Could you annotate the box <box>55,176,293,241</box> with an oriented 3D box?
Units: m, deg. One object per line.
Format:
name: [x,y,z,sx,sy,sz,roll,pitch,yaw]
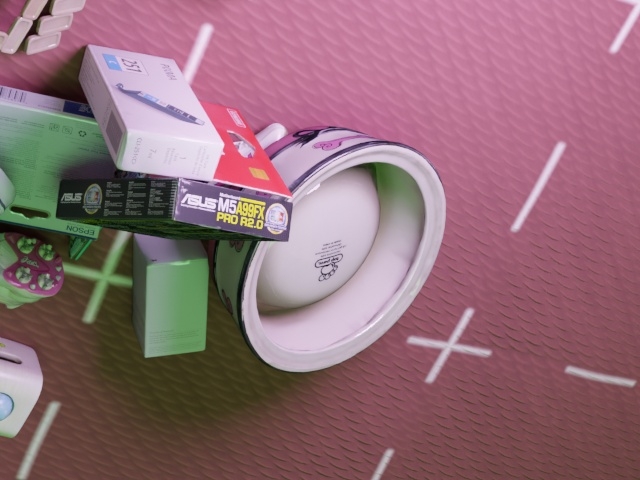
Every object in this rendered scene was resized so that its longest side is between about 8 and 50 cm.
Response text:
box: [-0.207,-0.042,1.825,0.216,0.270,0.060,12,82,-45]

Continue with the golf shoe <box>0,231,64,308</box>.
golf shoe: [-0.542,0.026,1.931,0.306,0.115,0.140,28,141,-28]

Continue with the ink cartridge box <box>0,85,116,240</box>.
ink cartridge box: [-0.413,-0.114,1.900,0.223,0.045,0.224,12,129,-12]

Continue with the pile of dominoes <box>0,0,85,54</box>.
pile of dominoes: [-0.382,-0.367,1.766,0.251,0.040,0.196,-54,157,16]

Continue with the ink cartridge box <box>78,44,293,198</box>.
ink cartridge box: [-0.188,-0.173,1.835,0.261,0.296,0.066,8,117,-26]

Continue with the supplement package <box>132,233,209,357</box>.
supplement package: [-0.244,0.083,2.094,0.105,0.105,0.179,-6,123,-18]

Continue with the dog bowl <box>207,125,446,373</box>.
dog bowl: [0.000,0.000,2.052,0.408,0.150,0.408,-25,133,-30]

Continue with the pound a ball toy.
pound a ball toy: [-0.585,0.176,1.999,0.319,0.136,0.208,22,111,-32]

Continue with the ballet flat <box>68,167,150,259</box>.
ballet flat: [-0.344,-0.054,2.004,0.188,0.070,0.070,-47,125,9]

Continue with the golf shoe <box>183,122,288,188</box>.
golf shoe: [-0.131,-0.122,2.031,0.186,0.067,0.086,-42,125,8]

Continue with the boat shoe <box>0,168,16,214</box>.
boat shoe: [-0.576,-0.123,1.739,0.156,0.136,0.367,-58,135,-26]
